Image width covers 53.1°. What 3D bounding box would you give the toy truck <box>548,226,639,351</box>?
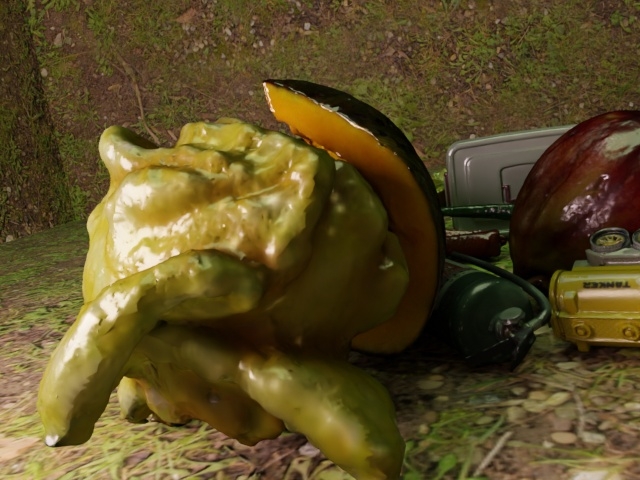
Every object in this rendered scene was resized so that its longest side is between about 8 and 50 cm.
[{"bbox_3d":[0.335,0.054,0.594,0.227,0.098,0.114,-4,31,40],"label":"toy truck"}]

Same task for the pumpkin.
[{"bbox_3d":[0.075,-0.049,0.679,0.169,0.312,0.148,-12,11,42],"label":"pumpkin"}]

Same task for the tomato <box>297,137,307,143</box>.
[{"bbox_3d":[-0.059,0.003,0.868,0.303,0.239,0.303,-11,22,4],"label":"tomato"}]

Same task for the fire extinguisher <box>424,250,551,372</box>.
[{"bbox_3d":[0.155,0.070,0.691,0.118,0.093,0.294,-29,14,-10],"label":"fire extinguisher"}]

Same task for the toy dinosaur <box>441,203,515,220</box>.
[{"bbox_3d":[0.351,-0.031,1.003,0.301,0.087,0.447,-3,14,-13],"label":"toy dinosaur"}]

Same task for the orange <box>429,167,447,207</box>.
[{"bbox_3d":[0.147,-0.072,1.290,0.237,0.158,0.179,1,7,-20],"label":"orange"}]

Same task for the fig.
[{"bbox_3d":[0.349,-0.033,0.751,0.263,0.224,0.224,-14,9,16],"label":"fig"}]

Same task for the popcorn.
[{"bbox_3d":[-0.083,0.039,0.530,0.325,0.290,0.321,-18,13,-39],"label":"popcorn"}]

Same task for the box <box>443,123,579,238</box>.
[{"bbox_3d":[0.395,-0.107,1.219,0.294,0.193,0.167,-5,2,21],"label":"box"}]

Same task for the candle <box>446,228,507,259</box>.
[{"bbox_3d":[0.171,0.010,1.116,0.301,0.059,0.084,-4,-4,26],"label":"candle"}]
